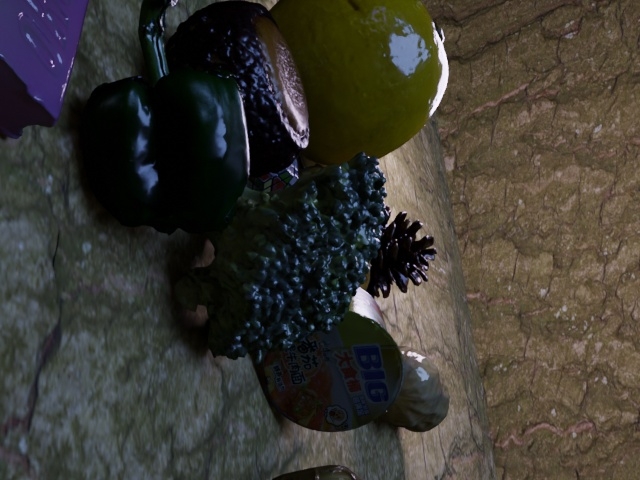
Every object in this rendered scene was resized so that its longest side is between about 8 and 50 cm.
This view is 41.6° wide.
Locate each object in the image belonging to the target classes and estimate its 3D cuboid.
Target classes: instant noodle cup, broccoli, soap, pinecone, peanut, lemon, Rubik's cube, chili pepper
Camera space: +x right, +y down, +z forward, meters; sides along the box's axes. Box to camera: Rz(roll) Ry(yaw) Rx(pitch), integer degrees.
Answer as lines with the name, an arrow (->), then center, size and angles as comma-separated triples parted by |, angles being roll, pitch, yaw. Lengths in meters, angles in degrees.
instant noodle cup -> 0.016, 0.156, 1.244 | 0.153, 0.204, 0.205 | -86, 157, -67
broccoli -> -0.060, -0.001, 1.062 | 0.288, 0.245, 0.248 | -38, 148, -35
soap -> -0.282, -0.208, 0.786 | 0.122, 0.065, 0.203 | 56, 26, -49
pinecone -> 0.138, 0.028, 1.708 | 0.207, 0.207, 0.208 | -14, 90, -73
peanut -> 0.182, 0.310, 1.713 | 0.313, 0.152, 0.152 | 54, 27, -63
lemon -> 0.049, -0.293, 1.443 | 0.348, 0.347, 0.348 | -14, 90, -73
Rubik's cube -> -0.086, -0.111, 1.274 | 0.093, 0.111, 0.111 | 28, 43, -29
chili pepper -> -0.161, -0.138, 0.926 | 0.165, 0.173, 0.261 | 19, 64, -74

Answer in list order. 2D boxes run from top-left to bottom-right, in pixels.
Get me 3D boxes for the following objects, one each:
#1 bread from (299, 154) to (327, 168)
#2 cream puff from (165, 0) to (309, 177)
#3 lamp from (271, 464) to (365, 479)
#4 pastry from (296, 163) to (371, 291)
bread -> 0.011, -0.108, 1.686 | 0.178, 0.135, 0.240 | -71, 164, 6
cream puff -> -0.114, -0.198, 1.127 | 0.239, 0.164, 0.239 | -18, 90, -76
lamp -> -0.002, 0.386, 1.059 | 0.161, 0.161, 0.185 | 43, 34, -60
pastry -> -0.002, -0.006, 1.422 | 0.236, 0.120, 0.257 | -77, 147, -63
